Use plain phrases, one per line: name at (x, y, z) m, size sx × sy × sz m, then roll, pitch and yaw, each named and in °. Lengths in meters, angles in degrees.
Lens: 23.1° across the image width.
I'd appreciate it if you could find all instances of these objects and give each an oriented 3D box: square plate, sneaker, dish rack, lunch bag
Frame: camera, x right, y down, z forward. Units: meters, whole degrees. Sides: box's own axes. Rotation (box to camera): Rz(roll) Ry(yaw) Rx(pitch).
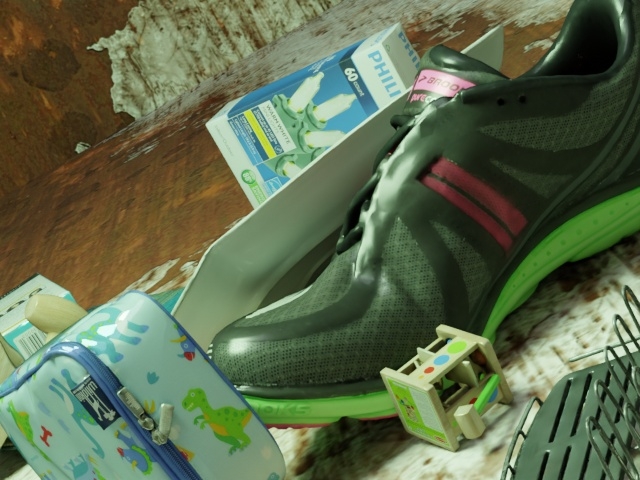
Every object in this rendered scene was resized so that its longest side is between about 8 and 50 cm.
square plate at (0.000, 0.000, 1.342) m, size 0.347 × 0.049 × 0.344 m, roll -39°, pitch -9°, yaw -30°
sneaker at (0.089, -0.032, 1.167) m, size 0.483 × 0.202 × 0.185 m, roll -37°, pitch 21°, yaw -25°
dish rack at (0.216, 0.066, 0.856) m, size 0.271 × 0.074 × 0.208 m, roll -23°, pitch 15°, yaw 27°
lunch bag at (-0.127, 0.136, 1.067) m, size 0.090 × 0.176 × 0.219 m, roll -42°, pitch 7°, yaw -30°

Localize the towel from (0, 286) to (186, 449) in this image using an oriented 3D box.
towel at (-0.236, 0.133, 1.614) m, size 0.271 × 0.040 × 0.370 m, roll -38°, pitch 14°, yaw -33°

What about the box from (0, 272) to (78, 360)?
box at (-0.322, 0.095, 1.727) m, size 0.100 × 0.060 × 0.244 m, roll -34°, pitch 13°, yaw -13°

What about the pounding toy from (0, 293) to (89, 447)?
pounding toy at (-0.345, 0.142, 1.441) m, size 0.269 × 0.154 × 0.155 m, roll -53°, pitch 25°, yaw 4°

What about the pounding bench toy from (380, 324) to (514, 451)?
pounding bench toy at (0.095, 0.097, 1.028) m, size 0.065 × 0.052 × 0.083 m, roll -36°, pitch 27°, yaw -24°

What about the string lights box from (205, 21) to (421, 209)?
string lights box at (0.009, -0.141, 1.853) m, size 0.259 × 0.133 × 0.077 m, roll -22°, pitch 16°, yaw 31°
